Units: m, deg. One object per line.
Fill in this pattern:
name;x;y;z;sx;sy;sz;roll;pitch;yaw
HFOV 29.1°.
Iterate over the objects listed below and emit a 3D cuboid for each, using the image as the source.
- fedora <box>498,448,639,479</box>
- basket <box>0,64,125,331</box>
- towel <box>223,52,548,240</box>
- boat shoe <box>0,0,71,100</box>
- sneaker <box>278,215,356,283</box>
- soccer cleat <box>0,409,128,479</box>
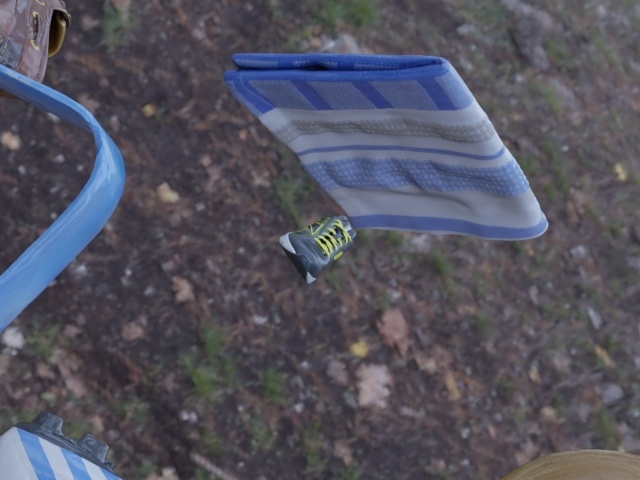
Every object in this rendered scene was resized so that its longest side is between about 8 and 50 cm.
fedora;0.173;0.225;0.782;0.079;0.194;0.194;74;-2;-76
basket;-0.255;0.012;0.512;0.255;0.289;0.201;33;-9;26
towel;0.064;-0.074;1.066;0.285;0.209;0.034;46;55;-53
boat shoe;-0.176;-0.124;0.701;0.060;0.064;0.178;30;22;-18
sneaker;0.000;0.000;0.718;0.031;0.035;0.083;56;11;-5
soccer cleat;-0.152;0.273;1.037;0.143;0.331;0.116;-60;165;-24
